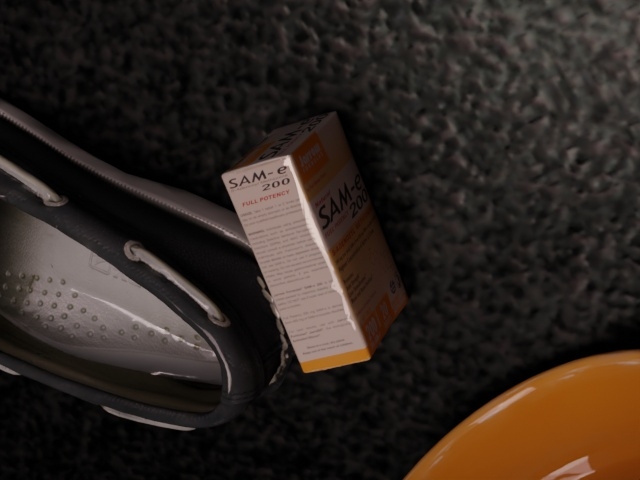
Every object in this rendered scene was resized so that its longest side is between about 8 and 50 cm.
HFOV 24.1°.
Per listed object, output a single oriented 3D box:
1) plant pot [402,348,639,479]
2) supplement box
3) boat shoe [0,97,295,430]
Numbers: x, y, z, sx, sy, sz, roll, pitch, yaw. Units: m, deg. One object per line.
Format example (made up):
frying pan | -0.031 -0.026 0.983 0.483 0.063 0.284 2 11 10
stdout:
plant pot | 0.141 0.182 0.630 0.205 0.205 0.188 -28 117 28
supplement box | 0.000 0.000 0.665 0.036 0.062 0.098 -14 108 26
boat shoe | -0.154 0.001 0.705 0.302 0.091 0.114 16 117 13
